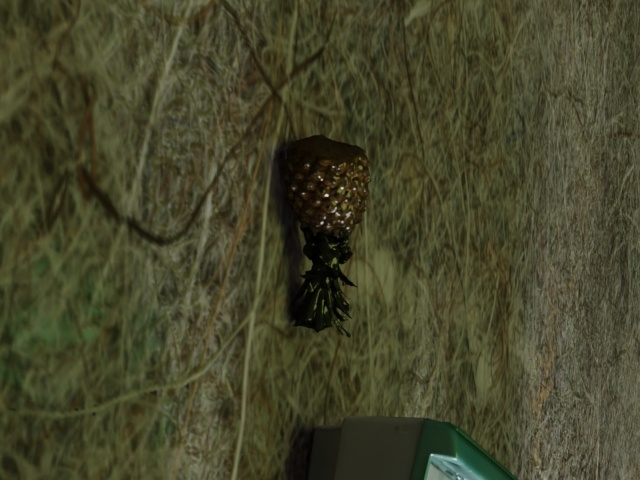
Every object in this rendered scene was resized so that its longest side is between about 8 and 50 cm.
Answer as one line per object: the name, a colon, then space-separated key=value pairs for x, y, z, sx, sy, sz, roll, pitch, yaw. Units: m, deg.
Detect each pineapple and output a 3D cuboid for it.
pineapple: x=0.000 y=0.000 z=0.996 sx=0.058 sy=0.058 sz=0.124 roll=-38 pitch=138 yaw=-63

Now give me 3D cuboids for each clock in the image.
clock: x=0.055 y=0.250 z=1.062 sx=0.262 sy=0.116 sz=0.231 roll=43 pitch=56 yaw=-60
